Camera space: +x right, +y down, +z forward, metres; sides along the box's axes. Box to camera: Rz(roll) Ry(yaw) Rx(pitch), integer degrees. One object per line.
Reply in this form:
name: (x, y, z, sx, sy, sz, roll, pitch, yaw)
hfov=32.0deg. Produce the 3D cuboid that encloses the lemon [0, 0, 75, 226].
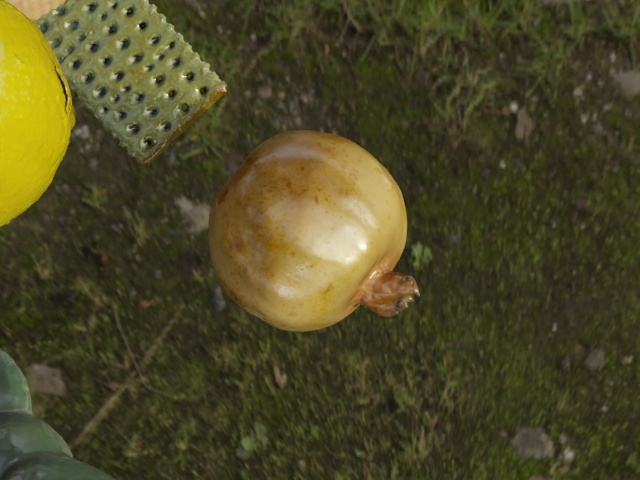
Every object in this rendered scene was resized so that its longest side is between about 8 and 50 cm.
lemon: (-0.248, -0.084, 0.720, 0.173, 0.206, 0.174, -3, 85, 39)

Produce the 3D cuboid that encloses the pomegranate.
pomegranate: (-0.013, -0.010, 1.124, 0.207, 0.207, 0.207, -2, 68, 5)

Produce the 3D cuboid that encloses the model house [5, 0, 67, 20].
model house: (-0.303, -0.234, 0.855, 0.166, 0.183, 0.172, 32, 58, 24)

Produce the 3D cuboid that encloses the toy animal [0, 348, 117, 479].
toy animal: (-0.228, 0.196, 0.887, 0.125, 0.127, 0.251, -50, 51, 14)

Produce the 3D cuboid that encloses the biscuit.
biscuit: (-0.225, -0.205, 1.221, 0.139, 0.016, 0.231, -42, 89, 8)
